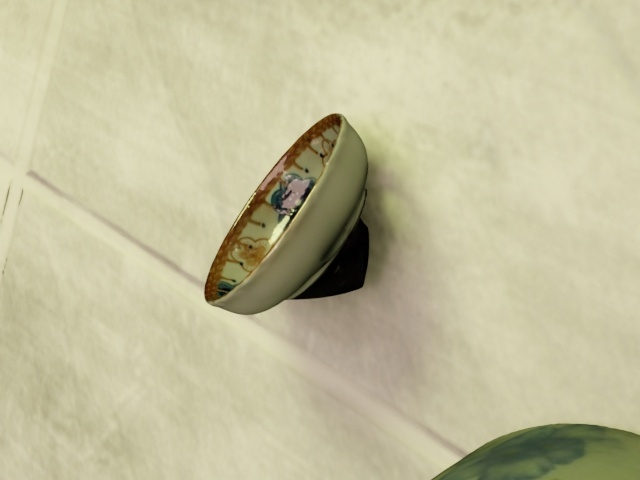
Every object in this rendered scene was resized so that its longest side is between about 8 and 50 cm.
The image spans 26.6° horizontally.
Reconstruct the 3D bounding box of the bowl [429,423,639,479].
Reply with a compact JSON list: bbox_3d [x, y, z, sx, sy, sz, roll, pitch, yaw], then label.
[{"bbox_3d":[0.098,0.240,0.675,0.289,0.146,0.289,-2,87,44],"label":"bowl"}]

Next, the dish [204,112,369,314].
[{"bbox_3d":[0.000,0.000,0.830,0.141,0.078,0.141,-50,15,19],"label":"dish"}]
